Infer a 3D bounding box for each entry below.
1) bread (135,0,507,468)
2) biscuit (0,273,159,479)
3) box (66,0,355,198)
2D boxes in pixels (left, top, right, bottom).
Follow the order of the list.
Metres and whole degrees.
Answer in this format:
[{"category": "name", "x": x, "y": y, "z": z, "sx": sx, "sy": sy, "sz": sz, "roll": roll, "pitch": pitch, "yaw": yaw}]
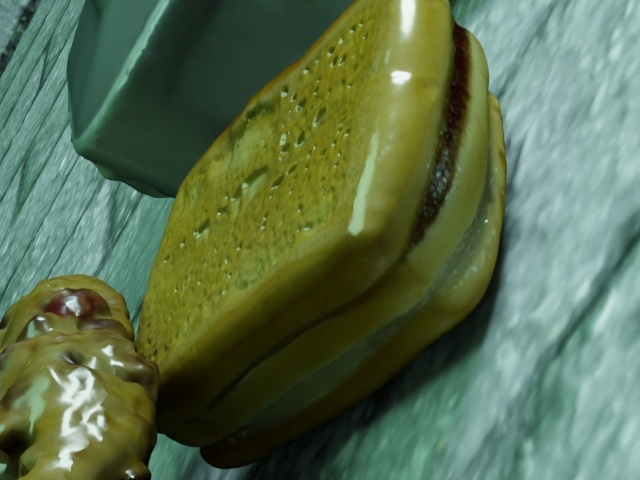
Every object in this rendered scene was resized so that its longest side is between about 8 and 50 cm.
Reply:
[{"category": "bread", "x": 0.000, "y": 0.000, "z": 0.663, "sx": 0.200, "sy": 0.077, "sz": 0.116, "roll": -40, "pitch": 28, "yaw": 53}, {"category": "biscuit", "x": -0.141, "y": 0.149, "z": 0.688, "sx": 0.334, "sy": 0.081, "sz": 0.289, "roll": -158, "pitch": 88, "yaw": -75}, {"category": "box", "x": -0.004, "y": -0.217, "z": 0.941, "sx": 0.396, "sy": 0.111, "sz": 0.396, "roll": -60, "pitch": 12, "yaw": 5}]
